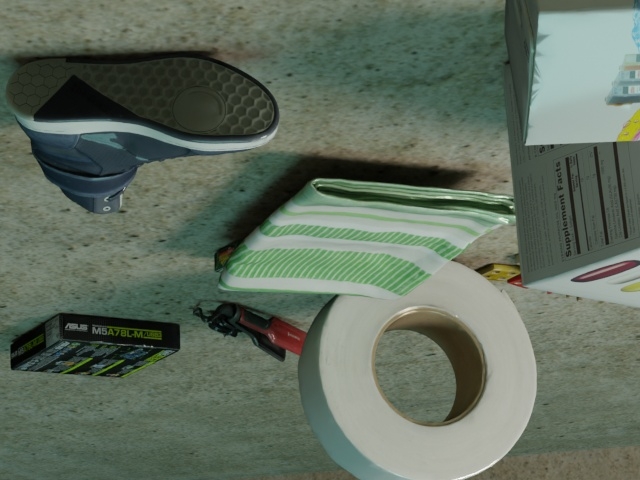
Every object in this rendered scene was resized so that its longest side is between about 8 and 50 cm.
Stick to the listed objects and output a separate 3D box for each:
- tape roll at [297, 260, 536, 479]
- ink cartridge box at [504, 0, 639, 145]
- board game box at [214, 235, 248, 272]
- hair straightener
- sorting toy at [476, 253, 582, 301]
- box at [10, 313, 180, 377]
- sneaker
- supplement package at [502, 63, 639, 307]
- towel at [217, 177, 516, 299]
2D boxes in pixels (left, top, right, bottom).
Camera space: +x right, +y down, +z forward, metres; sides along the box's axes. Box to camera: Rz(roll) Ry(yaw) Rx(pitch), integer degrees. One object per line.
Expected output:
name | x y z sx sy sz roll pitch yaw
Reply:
tape roll | 0.120 0.165 1.917 0.286 0.286 0.100 2 162 -16
ink cartridge box | 0.221 -0.155 1.074 0.176 0.128 0.127 -2 138 -1
board game box | 0.000 0.000 1.787 0.136 0.030 0.260 6 161 -35
hair straightener | -0.108 0.130 2.164 0.089 0.047 0.230 -13 160 29
sorting toy | 0.328 0.040 1.944 0.275 0.046 0.132 -15 159 36
box | -0.323 0.153 2.211 0.184 0.045 0.191 5 161 -32
sneaker | -0.145 -0.087 1.344 0.226 0.086 0.163 6 153 4
supplement package | 0.305 -0.055 1.351 0.262 0.204 0.145 10 159 -38
towel | 0.044 0.006 1.701 0.248 0.038 0.325 5 162 -22
